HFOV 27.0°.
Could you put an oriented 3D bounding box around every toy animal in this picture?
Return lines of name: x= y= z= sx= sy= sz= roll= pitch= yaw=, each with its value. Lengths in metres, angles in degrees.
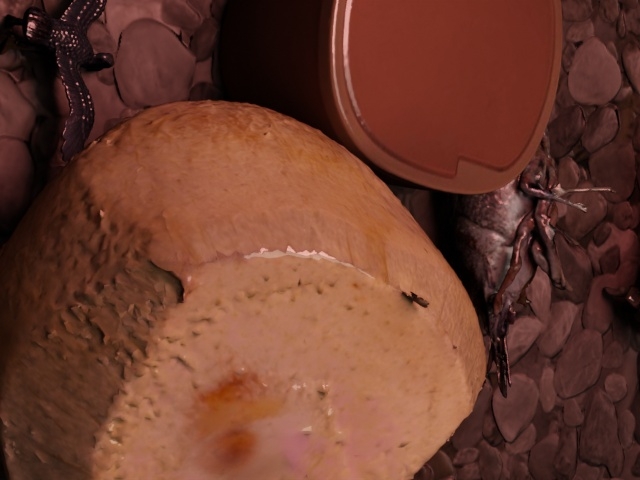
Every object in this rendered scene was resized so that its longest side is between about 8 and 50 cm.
toy animal: x=-0.222 y=-0.169 z=1.159 sx=0.108 sy=0.062 sz=0.220 roll=18 pitch=70 yaw=-38

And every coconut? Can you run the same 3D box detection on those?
coconut: x=-0.092 y=0.070 z=1.112 sx=0.405 sy=0.405 sz=0.404 roll=-3 pitch=94 yaw=-38

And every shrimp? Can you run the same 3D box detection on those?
shrimp: x=0.220 y=-0.021 z=1.452 sx=0.137 sy=0.172 sz=0.372 roll=-14 pitch=95 yaw=-43

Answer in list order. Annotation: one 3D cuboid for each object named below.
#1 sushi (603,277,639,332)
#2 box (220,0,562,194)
sushi: x=0.549 y=0.019 z=1.647 sx=0.299 sy=0.281 sz=0.294 roll=29 pitch=81 yaw=-43
box: x=0.062 y=-0.187 z=1.286 sx=0.301 sy=0.216 sz=0.300 roll=-3 pitch=96 yaw=-36
